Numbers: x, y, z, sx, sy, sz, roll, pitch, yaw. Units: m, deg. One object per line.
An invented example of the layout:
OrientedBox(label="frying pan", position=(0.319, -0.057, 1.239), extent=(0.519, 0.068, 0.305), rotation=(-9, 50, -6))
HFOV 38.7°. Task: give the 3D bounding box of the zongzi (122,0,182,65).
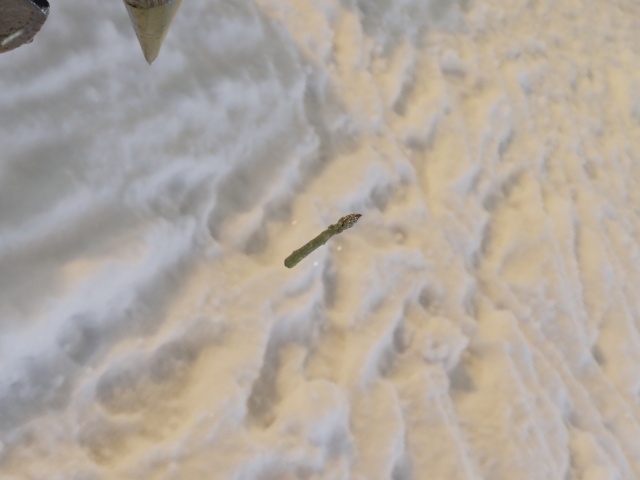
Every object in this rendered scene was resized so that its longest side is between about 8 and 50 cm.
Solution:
OrientedBox(label="zongzi", position=(-0.180, -0.432, 1.330), extent=(0.145, 0.273, 0.300), rotation=(53, -16, 45))

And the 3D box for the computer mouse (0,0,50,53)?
OrientedBox(label="computer mouse", position=(-0.454, -0.337, 1.070), extent=(0.295, 0.168, 0.087), rotation=(37, 50, -41))

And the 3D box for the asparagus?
OrientedBox(label="asparagus", position=(0.000, 0.000, 0.891), extent=(0.015, 0.114, 0.014), rotation=(-33, 89, -45))
